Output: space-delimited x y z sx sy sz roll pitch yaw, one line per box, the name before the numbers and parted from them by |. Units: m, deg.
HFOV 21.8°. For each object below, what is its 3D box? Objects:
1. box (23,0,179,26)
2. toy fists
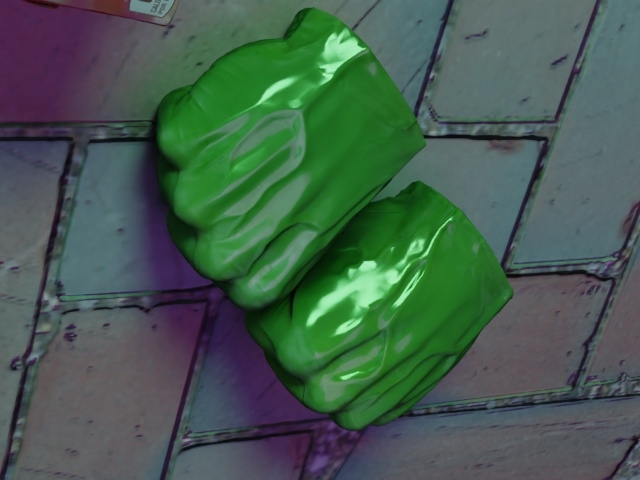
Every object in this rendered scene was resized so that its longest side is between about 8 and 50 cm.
box | -0.093 -0.234 0.684 0.122 0.128 0.257 7 118 -38
toy fists | 0.000 0.000 0.949 0.142 0.096 0.279 -45 135 -12
